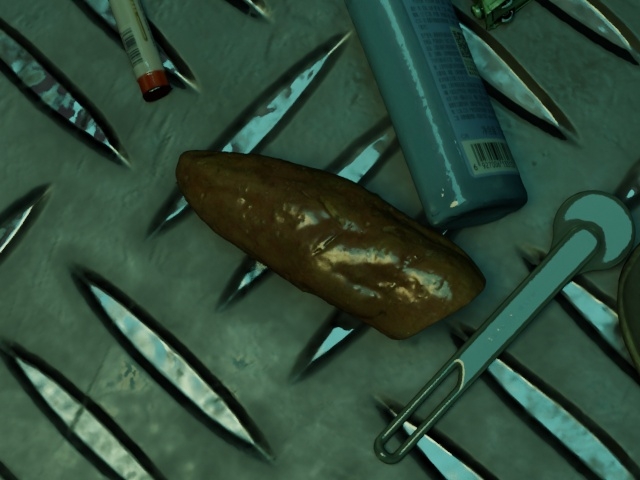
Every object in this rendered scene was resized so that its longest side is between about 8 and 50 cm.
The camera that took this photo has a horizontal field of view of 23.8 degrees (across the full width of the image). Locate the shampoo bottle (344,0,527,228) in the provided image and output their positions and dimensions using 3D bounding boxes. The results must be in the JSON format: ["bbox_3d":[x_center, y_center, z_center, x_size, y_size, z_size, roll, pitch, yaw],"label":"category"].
[{"bbox_3d":[0.076,-0.137,1.147,0.061,0.104,0.258,-27,77,34],"label":"shampoo bottle"}]

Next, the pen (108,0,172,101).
[{"bbox_3d":[-0.163,-0.213,1.205,0.026,0.026,0.218,-20,79,-2],"label":"pen"}]

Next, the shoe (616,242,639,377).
[{"bbox_3d":[0.350,0.114,1.052,0.336,0.171,0.132,41,84,8],"label":"shoe"}]

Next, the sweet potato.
[{"bbox_3d":[0.000,0.000,1.128,0.251,0.097,0.097,25,81,10],"label":"sweet potato"}]

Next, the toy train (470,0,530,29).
[{"bbox_3d":[0.150,-0.210,1.188,0.093,0.038,0.056,-37,74,-4],"label":"toy train"}]

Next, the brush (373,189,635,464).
[{"bbox_3d":[0.135,0.067,1.147,0.062,0.027,0.266,44,88,9],"label":"brush"}]
